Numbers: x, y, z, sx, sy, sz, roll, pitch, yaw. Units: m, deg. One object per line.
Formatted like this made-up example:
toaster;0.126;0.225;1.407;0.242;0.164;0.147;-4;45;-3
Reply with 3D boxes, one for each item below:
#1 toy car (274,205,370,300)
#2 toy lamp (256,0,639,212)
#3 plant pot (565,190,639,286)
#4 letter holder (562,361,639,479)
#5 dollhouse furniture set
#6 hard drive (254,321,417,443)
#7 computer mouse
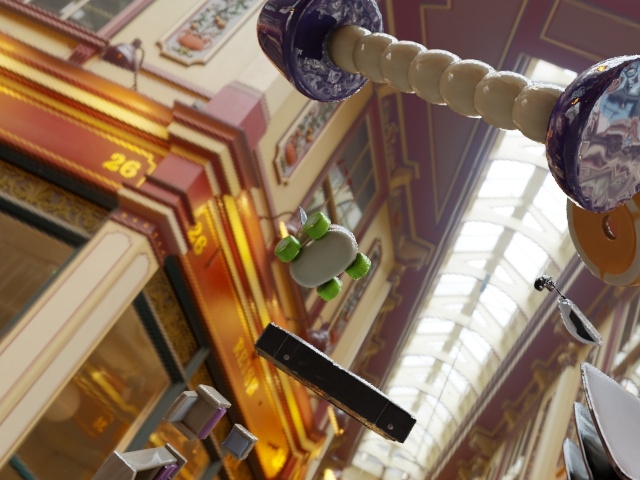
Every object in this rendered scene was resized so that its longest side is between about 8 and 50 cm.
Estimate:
toy car;0.000;0.000;1.544;0.149;0.188;0.155;-38;-65;16
toy lamp;0.053;-0.097;0.422;0.274;0.080;0.080;31;-27;47
plant pot;0.377;-0.038;0.799;0.205;0.187;0.205;164;-90;-76
letter holder;0.457;0.359;1.174;0.214;0.302;0.152;36;-67;-6
dollhouse furniture set;-0.174;0.424;1.127;0.303;0.286;0.198;37;-1;16
hard drive;0.023;0.289;1.515;0.338;0.064;0.237;32;-13;5
computer mouse;0.533;0.157;1.621;0.042;0.106;0.193;-42;-106;19
